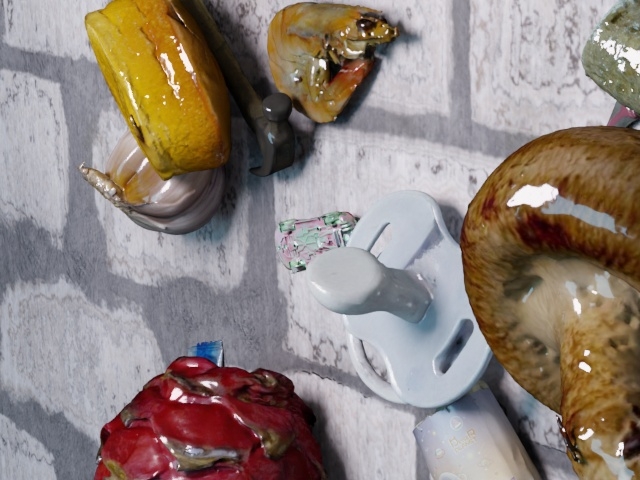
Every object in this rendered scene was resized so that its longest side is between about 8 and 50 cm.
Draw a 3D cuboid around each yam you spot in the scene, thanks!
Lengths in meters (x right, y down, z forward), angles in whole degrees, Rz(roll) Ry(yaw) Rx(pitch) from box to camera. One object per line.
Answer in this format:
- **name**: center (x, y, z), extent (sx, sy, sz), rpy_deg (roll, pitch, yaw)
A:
- **yam**: center (0.328, -0.156, 1.622), extent (0.194, 0.107, 0.107), rpy_deg (41, 131, 41)

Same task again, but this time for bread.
- **bread**: center (-0.203, -0.210, 2.275), extent (0.270, 0.142, 0.195), rpy_deg (62, 172, 17)

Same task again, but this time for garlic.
- **garlic**: center (-0.247, -0.122, 2.433), extent (0.207, 0.207, 0.257), rpy_deg (-48, 54, 51)

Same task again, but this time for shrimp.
- **shrimp**: center (0.015, -0.217, 2.127), extent (0.287, 0.063, 0.152), rpy_deg (8, 107, 59)

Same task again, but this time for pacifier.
- **pacifier**: center (0.071, 0.069, 1.969), extent (0.227, 0.207, 0.279), rpy_deg (-57, 45, 19)

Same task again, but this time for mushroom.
- **mushroom**: center (0.260, 0.092, 1.611), extent (0.334, 0.356, 0.331), rpy_deg (25, 164, 17)

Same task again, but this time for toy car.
- **toy car**: center (0.000, 0.000, 2.215), extent (0.142, 0.055, 0.069), rpy_deg (-9, 99, 47)

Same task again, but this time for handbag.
- **handbag**: center (0.178, 0.243, 1.979), extent (0.117, 0.095, 0.173), rpy_deg (-36, 71, 32)

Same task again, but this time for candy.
- **candy**: center (-0.170, 0.214, 2.545), extent (0.088, 0.038, 0.136), rpy_deg (-6, 84, 54)

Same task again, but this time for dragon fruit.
- **dragon fruit**: center (-0.143, 0.309, 2.292), extent (0.329, 0.329, 0.329), rpy_deg (20, 115, 53)

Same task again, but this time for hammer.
- **hammer**: center (-0.139, -0.264, 2.344), extent (0.168, 0.044, 0.440), rpy_deg (94, 152, -51)

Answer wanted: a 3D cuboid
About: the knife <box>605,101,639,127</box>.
- **knife**: center (0.305, -0.129, 1.748), extent (0.035, 0.018, 0.247), rpy_deg (51, 136, 41)
